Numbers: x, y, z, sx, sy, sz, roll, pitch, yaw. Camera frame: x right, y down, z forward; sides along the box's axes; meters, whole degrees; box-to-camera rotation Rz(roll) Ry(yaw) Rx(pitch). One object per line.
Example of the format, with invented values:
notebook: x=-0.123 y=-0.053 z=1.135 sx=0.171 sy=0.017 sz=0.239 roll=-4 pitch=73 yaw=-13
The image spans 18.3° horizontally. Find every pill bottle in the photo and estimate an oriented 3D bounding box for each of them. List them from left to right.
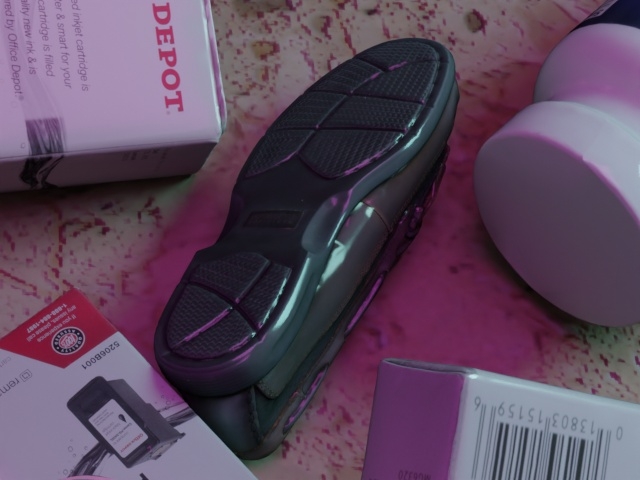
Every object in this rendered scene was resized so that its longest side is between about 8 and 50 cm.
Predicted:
pill bottle: x=0.212 y=-0.080 z=1.087 sx=0.153 sy=0.153 sz=0.265 roll=40 pitch=62 yaw=16

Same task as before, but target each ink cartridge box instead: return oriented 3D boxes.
ink cartridge box: x=-0.172 y=-0.108 z=1.054 sx=0.219 sy=0.092 sz=0.160 roll=-5 pitch=80 yaw=-13
ink cartridge box: x=-0.112 y=0.115 z=0.967 sx=0.109 sy=0.063 sz=0.150 roll=-37 pitch=70 yaw=-27
ink cartridge box: x=0.123 y=0.190 z=0.855 sx=0.275 sy=0.060 sz=0.239 roll=15 pitch=83 yaw=-39

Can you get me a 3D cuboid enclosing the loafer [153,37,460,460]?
loafer: x=0.000 y=0.000 z=1.060 sx=0.096 sy=0.084 sz=0.267 roll=8 pitch=46 yaw=33

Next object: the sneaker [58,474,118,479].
sneaker: x=-0.012 y=0.215 z=0.866 sx=0.112 sy=0.131 sz=0.319 roll=-41 pitch=109 yaw=-2
